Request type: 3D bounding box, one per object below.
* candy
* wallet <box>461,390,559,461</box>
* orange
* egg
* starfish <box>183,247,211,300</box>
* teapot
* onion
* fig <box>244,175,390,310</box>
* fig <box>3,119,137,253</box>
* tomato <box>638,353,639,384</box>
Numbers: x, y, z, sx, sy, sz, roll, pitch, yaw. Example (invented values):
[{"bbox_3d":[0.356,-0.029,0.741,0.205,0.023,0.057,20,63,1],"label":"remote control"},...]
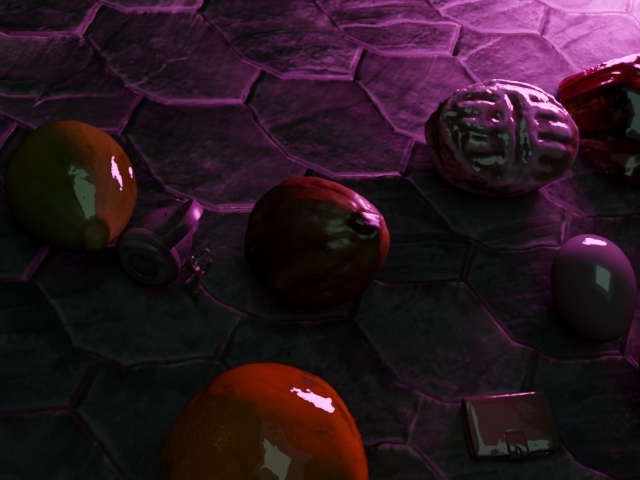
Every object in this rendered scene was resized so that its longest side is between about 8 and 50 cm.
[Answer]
[{"bbox_3d":[0.338,-0.190,1.905,0.289,0.157,0.214,3,74,-19],"label":"candy"},{"bbox_3d":[0.316,0.311,1.684,0.152,0.039,0.118,0,59,-10],"label":"wallet"},{"bbox_3d":[-0.078,0.327,1.428,0.312,0.312,0.312,6,60,-10],"label":"orange"},{"bbox_3d":[0.485,0.084,1.789,0.146,0.146,0.199,-1,68,-14],"label":"egg"},{"bbox_3d":[-0.208,0.058,1.686,0.028,0.078,0.091,1,22,19],"label":"starfish"},{"bbox_3d":[-0.261,-0.015,1.672,0.116,0.148,0.146,23,45,6],"label":"teapot"},{"bbox_3d":[0.658,-0.252,2.023,0.314,0.146,0.280,0,56,-16],"label":"onion"},{"bbox_3d":[-0.005,0.004,1.679,0.263,0.224,0.224,20,52,36],"label":"fig"},{"bbox_3d":[-0.391,-0.077,1.634,0.230,0.207,0.207,38,59,17],"label":"fig"},{"bbox_3d":[0.686,0.214,1.719,0.270,0.227,0.270,7,60,-13],"label":"tomato"}]
